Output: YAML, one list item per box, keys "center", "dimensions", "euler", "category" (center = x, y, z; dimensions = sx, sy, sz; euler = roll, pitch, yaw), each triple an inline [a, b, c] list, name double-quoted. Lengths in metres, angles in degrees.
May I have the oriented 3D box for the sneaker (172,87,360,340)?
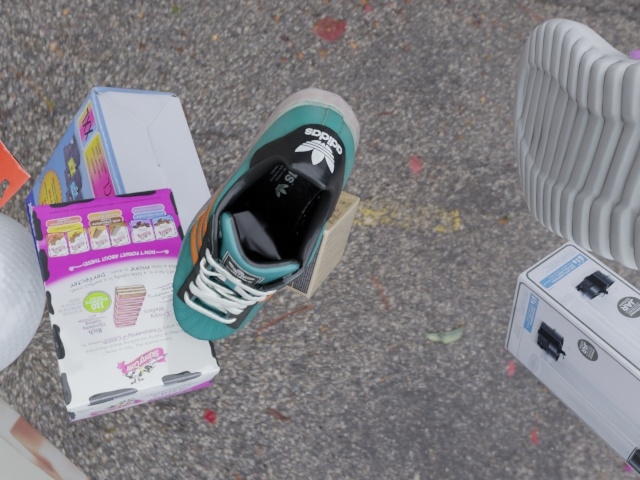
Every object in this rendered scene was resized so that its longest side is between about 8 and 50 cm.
- center: [-0.071, 0.007, 0.578]
  dimensions: [0.108, 0.302, 0.121]
  euler: [28, 35, -8]
  category: "sneaker"

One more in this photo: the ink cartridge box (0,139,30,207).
- center: [-0.263, -0.068, 0.444]
  dimensions: [0.063, 0.029, 0.115]
  euler: [-38, 93, 20]
  category: "ink cartridge box"

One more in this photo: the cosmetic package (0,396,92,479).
- center: [-0.423, 0.340, 0.844]
  dimensions: [0.153, 0.129, 0.296]
  euler: [-24, 120, 7]
  category: "cosmetic package"

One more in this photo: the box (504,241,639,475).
- center: [0.349, 0.154, 0.723]
  dimensions: [0.087, 0.169, 0.290]
  euler: [-30, 53, -18]
  category: "box"

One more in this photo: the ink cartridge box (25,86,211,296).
- center: [-0.339, -0.015, 1.025]
  dimensions: [0.151, 0.395, 0.269]
  euler: [-4, 66, -41]
  category: "ink cartridge box"

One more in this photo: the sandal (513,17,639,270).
- center: [0.233, -0.070, 0.482]
  dimensions: [0.102, 0.416, 0.169]
  euler: [3, 113, 1]
  category: "sandal"

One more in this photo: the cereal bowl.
- center: [-0.685, 0.092, 1.164]
  dimensions: [0.339, 0.141, 0.338]
  euler: [-2, 80, 13]
  category: "cereal bowl"

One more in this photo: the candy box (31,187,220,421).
- center: [-0.222, 0.065, 0.723]
  dimensions: [0.159, 0.071, 0.233]
  euler: [-10, 66, -22]
  category: "candy box"

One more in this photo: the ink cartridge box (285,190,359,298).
- center: [0.000, 0.000, 1.571]
  dimensions: [0.088, 0.193, 0.234]
  euler: [24, 29, 11]
  category: "ink cartridge box"
